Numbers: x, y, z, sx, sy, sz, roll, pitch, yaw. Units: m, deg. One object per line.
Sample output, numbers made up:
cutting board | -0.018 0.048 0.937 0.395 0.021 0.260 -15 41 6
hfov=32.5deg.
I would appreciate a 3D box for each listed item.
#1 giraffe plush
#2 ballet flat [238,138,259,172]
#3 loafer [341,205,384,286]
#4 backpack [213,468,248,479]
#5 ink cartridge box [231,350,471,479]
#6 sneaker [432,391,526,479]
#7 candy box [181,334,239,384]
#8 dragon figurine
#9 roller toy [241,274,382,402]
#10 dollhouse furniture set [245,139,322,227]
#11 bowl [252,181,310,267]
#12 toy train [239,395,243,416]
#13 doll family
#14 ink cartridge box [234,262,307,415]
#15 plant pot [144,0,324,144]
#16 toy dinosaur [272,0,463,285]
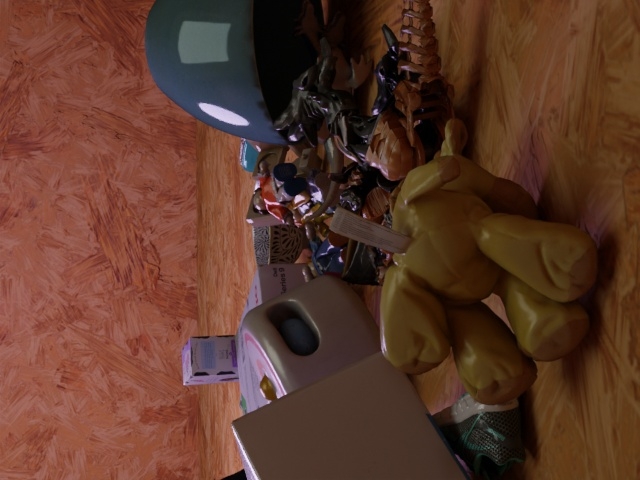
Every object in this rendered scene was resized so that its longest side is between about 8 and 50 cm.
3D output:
giraffe plush | 0.115 0.000 0.880 0.181 0.210 0.170 -49 7 26
ballet flat | -0.122 -0.220 2.084 0.206 0.073 0.067 108 171 -48
loafer | 0.054 -0.028 1.335 0.062 0.061 0.170 164 104 -78
backpack | -0.092 0.473 1.876 0.117 0.158 0.173 23 130 56
ink cartridge box | 0.035 0.258 1.049 0.171 0.168 0.233 57 164 35
sneaker | 0.141 0.184 0.995 0.166 0.064 0.076 114 146 -67
candy box | -0.140 0.208 1.932 0.165 0.196 0.070 135 131 -72
dragon figurine | 0.010 -0.175 1.453 0.144 0.085 0.289 -150 59 -75
roller toy | -0.007 0.152 1.329 0.191 0.146 0.209 65 167 -2
dollhouse furniture set | -0.083 -0.119 1.673 0.123 0.144 0.151 45 -131 -43
bowl | -0.061 -0.021 1.806 0.170 0.080 0.170 178 90 -78
toy train | -0.097 0.325 1.971 0.105 0.080 0.184 54 158 20
doll family | 0.000 0.000 1.534 0.263 0.118 0.163 68 158 5
ink cartridge box | -0.050 0.187 1.694 0.289 0.121 0.211 112 153 -62
plant pot | -0.128 -0.274 1.530 0.290 0.195 0.290 -1 -90 -71
toy dinosaur | 0.085 -0.106 1.107 0.218 0.164 0.322 53 128 44
